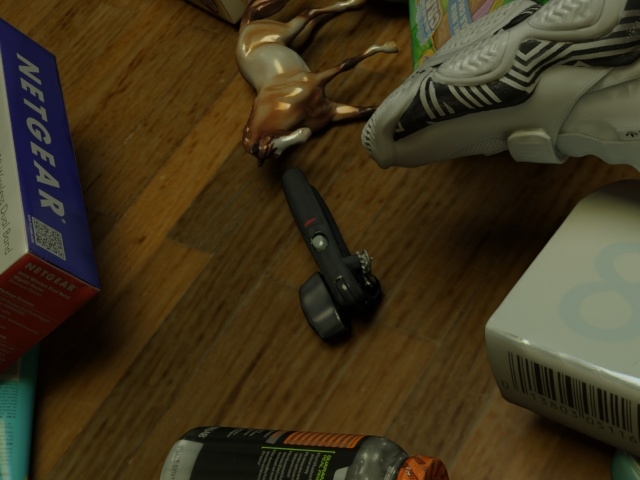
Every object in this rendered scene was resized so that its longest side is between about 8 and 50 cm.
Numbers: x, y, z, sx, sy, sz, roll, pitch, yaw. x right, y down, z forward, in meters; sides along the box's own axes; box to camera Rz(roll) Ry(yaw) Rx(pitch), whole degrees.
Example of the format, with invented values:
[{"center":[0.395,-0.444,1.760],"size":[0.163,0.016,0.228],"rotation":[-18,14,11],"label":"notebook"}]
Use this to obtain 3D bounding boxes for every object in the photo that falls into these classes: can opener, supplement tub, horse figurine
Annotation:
[{"center":[0.000,0.000,1.015],"size":[0.073,0.059,0.186],"rotation":[-24,48,4],"label":"can opener"},{"center":[-0.010,0.193,0.826],"size":[0.190,0.117,0.117],"rotation":[0,54,23],"label":"supplement tub"},{"center":[-0.020,-0.178,1.163],"size":[0.174,0.066,0.263],"rotation":[-22,50,-3],"label":"horse figurine"}]

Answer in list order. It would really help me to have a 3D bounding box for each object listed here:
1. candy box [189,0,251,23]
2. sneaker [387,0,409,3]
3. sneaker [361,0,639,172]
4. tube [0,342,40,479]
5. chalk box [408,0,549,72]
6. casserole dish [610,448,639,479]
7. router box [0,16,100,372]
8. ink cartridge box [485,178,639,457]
[{"center":[-0.146,-0.383,1.352],"size":[0.183,0.087,0.316],"rotation":[-47,50,-11],"label":"candy box"},{"center":[0.103,-0.284,1.133],"size":[0.227,0.130,0.087],"rotation":[29,65,27],"label":"sneaker"},{"center":[0.204,-0.079,0.813],"size":[0.366,0.210,0.137],"rotation":[-25,15,39],"label":"sneaker"},{"center":[-0.276,0.173,1.001],"size":[0.080,0.052,0.207],"rotation":[-17,51,20],"label":"tube"},{"center":[0.160,-0.176,1.002],"size":[0.132,0.213,0.132],"rotation":[11,58,-23],"label":"chalk box"},{"center":[0.277,0.166,0.783],"size":[0.114,0.037,0.188],"rotation":[-35,48,-9],"label":"casserole dish"},{"center":[-0.357,-0.003,1.087],"size":[0.301,0.082,0.335],"rotation":[-38,45,17],"label":"router box"},{"center":[0.346,0.007,0.820],"size":[0.308,0.091,0.385],"rotation":[20,56,34],"label":"ink cartridge box"}]
